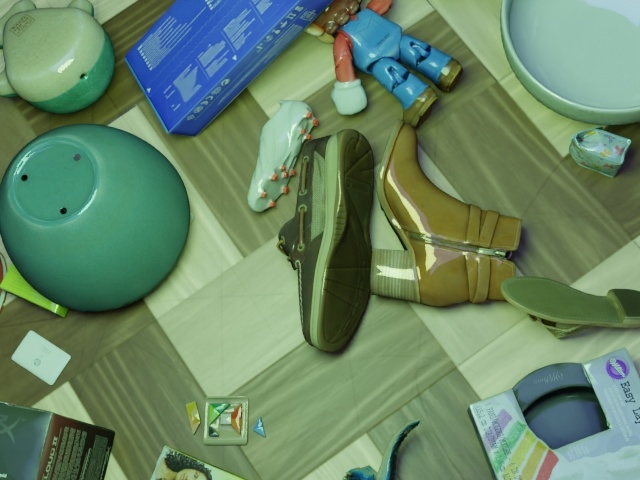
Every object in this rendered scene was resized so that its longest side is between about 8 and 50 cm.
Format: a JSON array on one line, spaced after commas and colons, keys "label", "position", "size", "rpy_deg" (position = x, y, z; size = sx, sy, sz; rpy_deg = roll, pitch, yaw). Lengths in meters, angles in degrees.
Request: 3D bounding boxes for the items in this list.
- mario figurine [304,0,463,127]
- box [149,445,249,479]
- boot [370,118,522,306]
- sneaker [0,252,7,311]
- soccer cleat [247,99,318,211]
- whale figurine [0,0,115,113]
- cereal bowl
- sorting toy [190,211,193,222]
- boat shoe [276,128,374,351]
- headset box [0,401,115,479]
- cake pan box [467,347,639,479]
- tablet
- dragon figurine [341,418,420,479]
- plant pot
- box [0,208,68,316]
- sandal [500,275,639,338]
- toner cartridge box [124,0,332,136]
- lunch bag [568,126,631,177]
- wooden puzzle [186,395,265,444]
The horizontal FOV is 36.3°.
[{"label": "mario figurine", "position": [0.071, -0.325, 1.586], "size": [0.320, 0.170, 0.198], "rpy_deg": [41, 41, 6]}, {"label": "box", "position": [-0.137, 0.370, 1.380], "size": [0.232, 0.058, 0.087], "rpy_deg": [13, 74, 29]}, {"label": "boot", "position": [0.193, -0.041, 1.471], "size": [0.220, 0.109, 0.283], "rpy_deg": [3, 76, 9]}, {"label": "sneaker", "position": [-0.560, 0.102, 1.507], "size": [0.087, 0.128, 0.221], "rpy_deg": [9, 75, 9]}, {"label": "soccer cleat", "position": [-0.074, -0.136, 1.559], "size": [0.076, 0.068, 0.196], "rpy_deg": [19, 75, 27]}, {"label": "whale figurine", "position": [-0.449, -0.309, 1.632], "size": [0.216, 0.141, 0.272], "rpy_deg": [-49, 50, -9]}, {"label": "cereal bowl", "position": [0.443, -0.326, 1.511], "size": [0.339, 0.141, 0.339], "rpy_deg": [-2, 73, 5]}, {"label": "sorting toy", "position": [-0.245, -0.034, 1.559], "size": [0.075, 0.045, 0.083], "rpy_deg": [28, 79, 6]}, {"label": "boat shoe", "position": [0.000, 0.000, 1.494], "size": [0.123, 0.123, 0.342], "rpy_deg": [-4, 77, 36]}, {"label": "headset box", "position": [-0.441, 0.284, 1.354], "size": [0.218, 0.293, 0.110], "rpy_deg": [8, 75, 8]}, {"label": "cake pan box", "position": [0.364, 0.306, 1.375], "size": [0.246, 0.070, 0.267], "rpy_deg": [-19, 72, -1]}, {"label": "tablet", "position": [-0.439, 0.184, 1.533], "size": [0.083, 0.006, 0.054], "rpy_deg": [30, 79, 14]}, {"label": "dragon figurine", "position": [0.077, 0.394, 1.371], "size": [0.144, 0.085, 0.289], "rpy_deg": [42, 83, 16]}, {"label": "plant pot", "position": [-0.359, -0.055, 1.449], "size": [0.290, 0.195, 0.290], "rpy_deg": [-2, 74, 7]}, {"label": "box", "position": [-0.420, 0.019, 1.560], "size": [0.109, 0.042, 0.178], "rpy_deg": [22, 77, 12]}, {"label": "sandal", "position": [0.369, 0.114, 1.428], "size": [0.240, 0.079, 0.088], "rpy_deg": [5, 40, -11]}, {"label": "toner cartridge box", "position": [-0.146, -0.335, 1.531], "size": [0.348, 0.075, 0.165], "rpy_deg": [-39, 70, 26]}, {"label": "lunch bag", "position": [0.424, -0.140, 1.494], "size": [0.083, 0.071, 0.053], "rpy_deg": [20, 78, 12]}, {"label": "wooden puzzle", "position": [-0.144, 0.271, 1.470], "size": [0.116, 0.014, 0.078], "rpy_deg": [-8, 73, 4]}]
